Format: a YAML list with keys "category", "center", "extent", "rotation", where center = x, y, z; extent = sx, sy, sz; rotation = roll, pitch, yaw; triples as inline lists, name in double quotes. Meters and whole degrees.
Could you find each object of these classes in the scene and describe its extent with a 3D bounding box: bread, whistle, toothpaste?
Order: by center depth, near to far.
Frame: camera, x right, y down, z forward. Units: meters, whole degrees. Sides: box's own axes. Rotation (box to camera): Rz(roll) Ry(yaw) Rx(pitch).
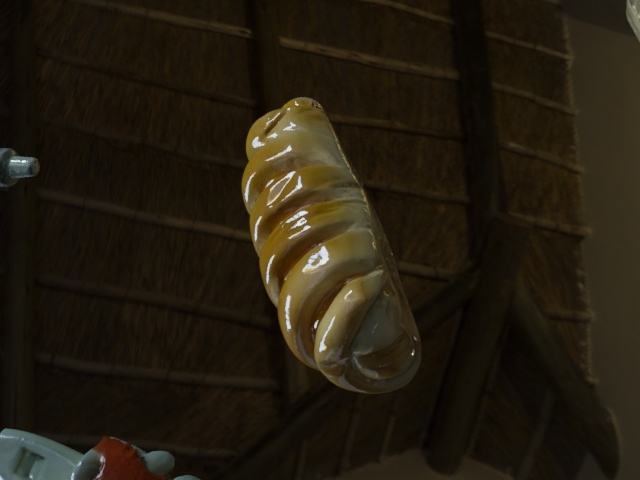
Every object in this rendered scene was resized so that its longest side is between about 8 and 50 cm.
- category: "toothpaste"
  center: [-0.317, -0.060, 0.757]
  extent: [0.197, 0.048, 0.029]
  rotation: [1, -31, 19]
- category: "whistle"
  center: [-0.163, 0.222, 0.766]
  extent: [0.253, 0.101, 0.105]
  rotation: [23, -41, 11]
- category: "bread"
  center: [0.000, 0.000, 0.886]
  extent: [0.121, 0.311, 0.173]
  rotation: [-24, -41, 6]

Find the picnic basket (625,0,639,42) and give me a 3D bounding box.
- category: "picnic basket"
  center: [0.181, -0.082, 0.268]
  extent: [0.164, 0.115, 0.079]
  rotation: [-17, -33, 4]
